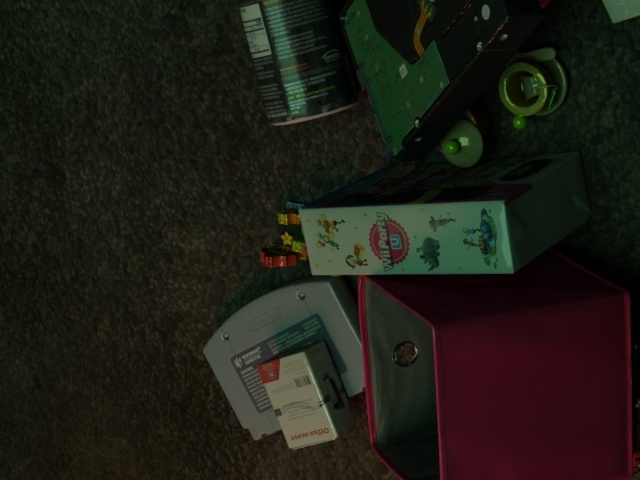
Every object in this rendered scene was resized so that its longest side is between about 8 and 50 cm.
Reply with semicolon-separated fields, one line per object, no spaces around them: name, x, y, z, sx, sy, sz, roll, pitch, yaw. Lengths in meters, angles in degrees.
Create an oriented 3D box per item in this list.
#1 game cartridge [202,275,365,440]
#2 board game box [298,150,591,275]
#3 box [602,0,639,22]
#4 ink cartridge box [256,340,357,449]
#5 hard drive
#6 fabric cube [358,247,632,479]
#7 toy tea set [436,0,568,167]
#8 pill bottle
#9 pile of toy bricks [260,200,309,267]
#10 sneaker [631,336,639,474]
game cartridge;-0.042;0.168;2.311;0.294;0.060;0.196;-29;92;39
board game box;0.160;-0.033;1.983;0.303;0.224;0.098;-3;105;36
box;0.353;-0.353;1.814;0.105;0.043;0.179;-11;113;52
ink cartridge box;-0.020;0.225;2.246;0.099;0.056;0.135;-19;94;39
hard drive;0.141;-0.278;1.909;0.339;0.064;0.237;-51;51;54
fabric cube;0.215;0.165;1.933;0.259;0.258;0.254;-144;46;-66
toy tea set;0.208;-0.247;1.936;0.200;0.124;0.336;14;113;32
pill bottle;-0.037;-0.289;2.095;0.130;0.130;0.246;-7;102;37
pile of toy bricks;0.000;0.000;2.186;0.212;0.105;0.118;10;112;33
sneaker;0.432;0.215;1.947;0.276;0.135;0.098;99;162;-50
